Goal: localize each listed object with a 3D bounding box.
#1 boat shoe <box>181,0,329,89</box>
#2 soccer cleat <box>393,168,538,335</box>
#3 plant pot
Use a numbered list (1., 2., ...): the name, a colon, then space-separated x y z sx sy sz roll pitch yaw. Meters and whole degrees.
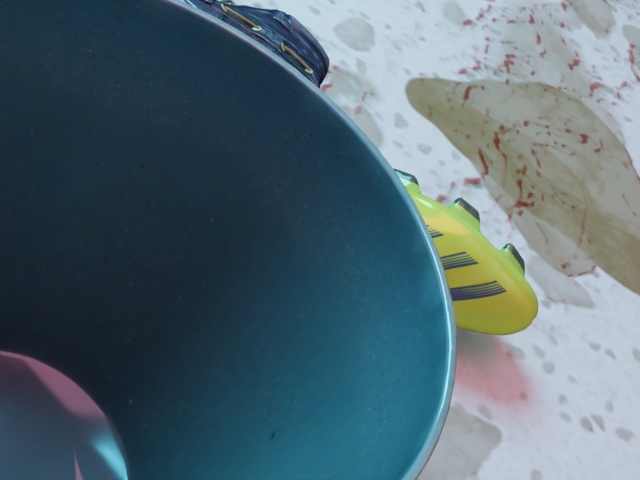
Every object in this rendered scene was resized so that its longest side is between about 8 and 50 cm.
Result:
1. boat shoe: -0.079 -0.142 0.804 0.183 0.065 0.083 34 39 -11
2. soccer cleat: -0.001 0.000 0.720 0.289 0.093 0.121 30 72 -12
3. plant pot: -0.117 0.052 0.492 0.290 0.195 0.290 18 44 -18
